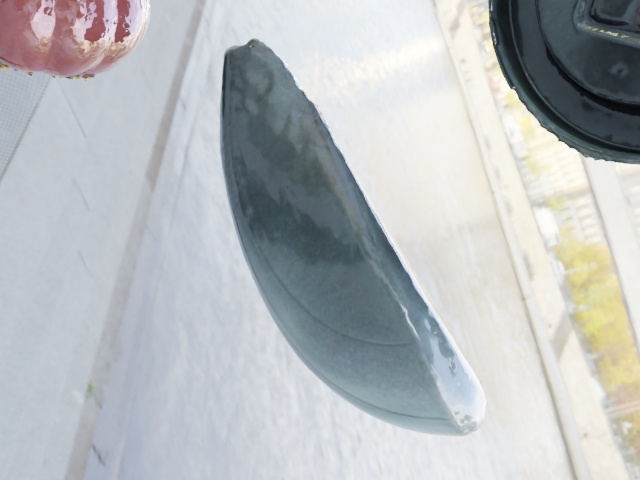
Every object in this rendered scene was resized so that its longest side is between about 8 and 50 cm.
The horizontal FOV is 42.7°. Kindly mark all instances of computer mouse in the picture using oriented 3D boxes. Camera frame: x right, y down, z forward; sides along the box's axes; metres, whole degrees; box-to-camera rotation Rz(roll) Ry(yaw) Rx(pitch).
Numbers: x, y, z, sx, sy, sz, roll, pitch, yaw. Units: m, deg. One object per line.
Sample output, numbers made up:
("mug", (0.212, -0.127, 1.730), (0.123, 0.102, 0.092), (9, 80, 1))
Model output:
("computer mouse", (0.000, 0.000, 0.657), (0.371, 0.122, 0.188), (64, 5, 20))

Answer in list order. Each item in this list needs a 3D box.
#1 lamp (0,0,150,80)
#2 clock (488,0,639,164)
("lamp", (-0.235, -0.215, 0.699), (0.182, 0.182, 0.140), (-76, 180, -66))
("clock", (0.262, -0.197, 0.627), (0.055, 0.281, 0.280), (-9, 79, -50))
